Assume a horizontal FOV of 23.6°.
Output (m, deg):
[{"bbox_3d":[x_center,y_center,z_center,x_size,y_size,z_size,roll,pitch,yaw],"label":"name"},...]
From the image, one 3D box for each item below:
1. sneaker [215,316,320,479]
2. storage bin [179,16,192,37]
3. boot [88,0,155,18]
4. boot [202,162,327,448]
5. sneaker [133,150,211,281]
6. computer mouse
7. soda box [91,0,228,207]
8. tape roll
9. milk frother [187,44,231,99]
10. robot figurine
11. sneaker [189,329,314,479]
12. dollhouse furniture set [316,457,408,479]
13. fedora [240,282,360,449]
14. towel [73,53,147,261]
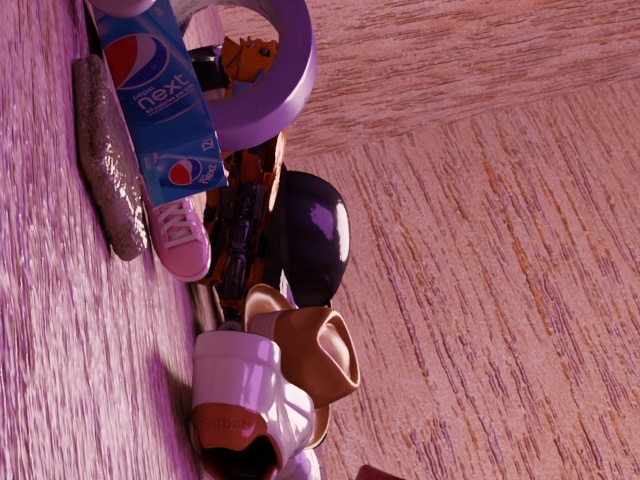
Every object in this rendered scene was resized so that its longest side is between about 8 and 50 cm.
[{"bbox_3d":[-0.066,0.192,1.619,0.092,0.087,0.229,39,31,-72],"label":"sneaker"},{"bbox_3d":[-0.177,-0.281,1.649,0.091,0.098,0.135,115,-28,-43],"label":"storage bin"},{"bbox_3d":[-0.173,-0.290,1.317,0.123,0.095,0.258,53,21,-70],"label":"boot"},{"bbox_3d":[-0.063,0.081,1.913,0.223,0.118,0.338,59,28,-67],"label":"boot"},{"bbox_3d":[-0.136,-0.031,1.361,0.070,0.051,0.134,68,5,-72],"label":"sneaker"},{"bbox_3d":[0.000,0.000,1.694,0.272,0.072,0.189,74,15,-74],"label":"computer mouse"},{"bbox_3d":[-0.139,-0.132,1.290,0.071,0.067,0.210,80,-10,-51],"label":"soda box"},{"bbox_3d":[-0.099,-0.187,1.511,0.080,0.189,0.189,68,8,-78],"label":"tape roll"},{"bbox_3d":[-0.147,-0.175,1.919,0.143,0.129,0.135,-12,87,-46],"label":"milk frother"},{"bbox_3d":[-0.086,-0.066,1.657,0.211,0.085,0.291,68,31,-87],"label":"robot figurine"},{"bbox_3d":[-0.071,0.178,1.382,0.290,0.105,0.123,67,26,-67],"label":"sneaker"},{"bbox_3d":[0.062,0.433,1.817,0.152,0.201,0.374,69,9,-83],"label":"dollhouse furniture set"},{"bbox_3d":[-0.011,0.121,1.589,0.194,0.079,0.194,55,24,-39],"label":"fedora"},{"bbox_3d":[-0.159,-0.065,1.158,0.148,0.027,0.110,-102,178,-50],"label":"towel"}]
